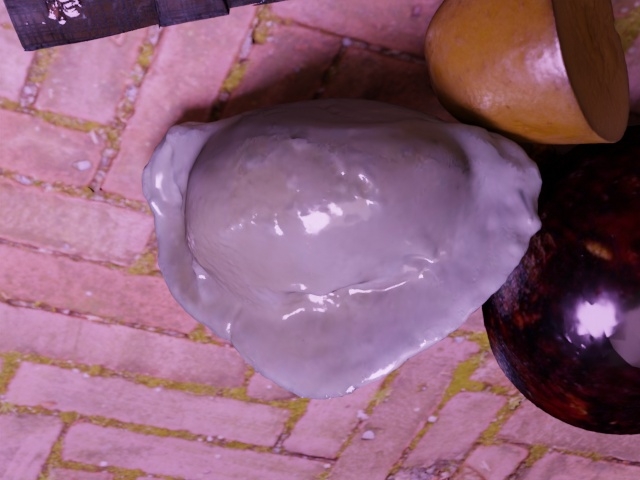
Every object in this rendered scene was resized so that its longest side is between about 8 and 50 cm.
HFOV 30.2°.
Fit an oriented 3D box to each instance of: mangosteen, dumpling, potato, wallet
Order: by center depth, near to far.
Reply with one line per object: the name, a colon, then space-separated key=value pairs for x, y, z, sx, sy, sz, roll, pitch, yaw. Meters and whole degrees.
wallet: x=-0.121 y=-0.257 z=0.986 sx=0.317 sy=0.044 sz=0.169 roll=-10 pitch=132 yaw=1
potato: x=0.169 y=-0.169 z=1.043 sx=0.158 sy=0.178 sz=0.203 roll=-6 pitch=148 yaw=27
dumpling: x=-0.008 y=-0.028 z=1.052 sx=0.320 sy=0.270 sz=0.212 roll=2 pitch=139 yaw=52
mangosteen: x=0.280 y=0.014 z=1.157 sx=0.306 sy=0.359 sz=0.306 roll=-31 pitch=149 yaw=-21
